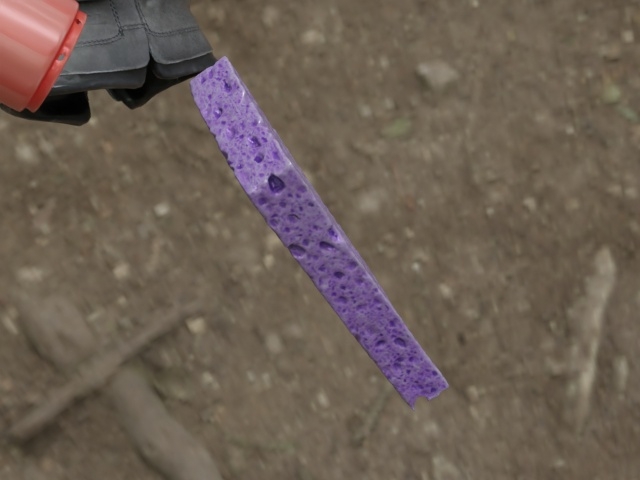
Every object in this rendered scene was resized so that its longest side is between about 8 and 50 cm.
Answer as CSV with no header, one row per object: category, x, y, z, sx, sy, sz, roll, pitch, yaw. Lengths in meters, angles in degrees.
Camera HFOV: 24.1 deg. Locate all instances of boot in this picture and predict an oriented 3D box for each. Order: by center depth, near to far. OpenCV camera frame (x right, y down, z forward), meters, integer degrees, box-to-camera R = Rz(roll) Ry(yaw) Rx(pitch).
boot,-0.195,-0.180,0.868,0.338,0.222,0.118,-8,-5,-45

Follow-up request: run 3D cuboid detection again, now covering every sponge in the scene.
sponge,0.000,0.000,0.867,0.031,0.210,0.117,-34,41,2

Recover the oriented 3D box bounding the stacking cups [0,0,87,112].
stacking cups,-0.262,-0.168,0.717,0.096,0.316,0.096,-53,21,31
